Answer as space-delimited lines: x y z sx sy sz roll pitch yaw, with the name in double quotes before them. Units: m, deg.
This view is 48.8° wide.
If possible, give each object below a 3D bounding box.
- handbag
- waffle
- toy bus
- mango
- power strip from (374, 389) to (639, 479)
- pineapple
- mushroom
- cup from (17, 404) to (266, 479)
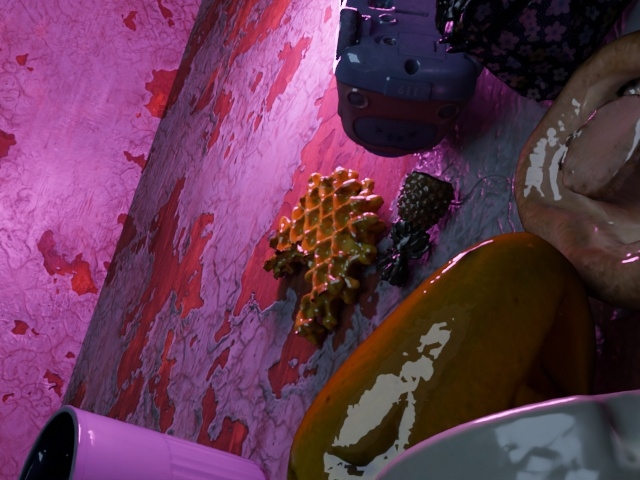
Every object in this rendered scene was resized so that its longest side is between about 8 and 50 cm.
"handbag" 0.247 -0.289 0.816 0.228 0.208 0.127 -54 35 14
"waffle" 0.000 0.000 1.151 0.259 0.069 0.293 -60 30 12
"toy bus" 0.113 -0.246 1.018 0.231 0.197 0.294 99 177 -46
"mango" 0.114 0.161 0.634 0.182 0.253 0.365 29 97 57
"power strip" 0.198 0.221 0.392 0.357 0.357 0.161 -37 40 41
"pineapple" 0.123 -0.013 0.962 0.074 0.074 0.159 39 110 61
"mushroom" 0.290 -0.065 0.640 0.278 0.146 0.278 -36 48 52
"cup" -0.237 0.394 0.983 0.331 0.311 0.256 -21 51 51
